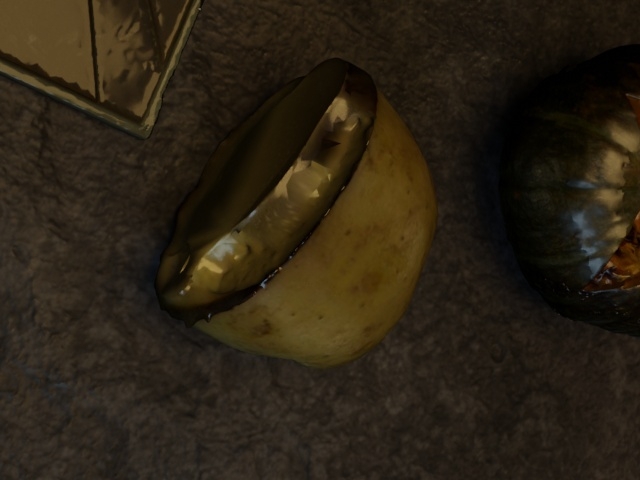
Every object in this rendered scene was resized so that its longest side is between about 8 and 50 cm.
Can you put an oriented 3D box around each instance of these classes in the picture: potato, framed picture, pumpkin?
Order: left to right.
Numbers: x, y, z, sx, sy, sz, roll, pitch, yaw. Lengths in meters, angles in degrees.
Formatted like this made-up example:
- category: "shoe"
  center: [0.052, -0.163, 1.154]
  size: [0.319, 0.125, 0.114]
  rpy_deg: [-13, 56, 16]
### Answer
- category: "framed picture"
  center: [-0.201, -0.292, 1.330]
  size: [0.247, 0.022, 0.335]
  rpy_deg: [25, 83, -27]
- category: "potato"
  center: [0.000, 0.000, 1.367]
  size: [0.242, 0.242, 0.285]
  rpy_deg: [36, 71, -26]
- category: "pumpkin"
  center: [0.331, -0.053, 1.542]
  size: [0.321, 0.192, 0.320]
  rpy_deg: [-4, 97, -30]
